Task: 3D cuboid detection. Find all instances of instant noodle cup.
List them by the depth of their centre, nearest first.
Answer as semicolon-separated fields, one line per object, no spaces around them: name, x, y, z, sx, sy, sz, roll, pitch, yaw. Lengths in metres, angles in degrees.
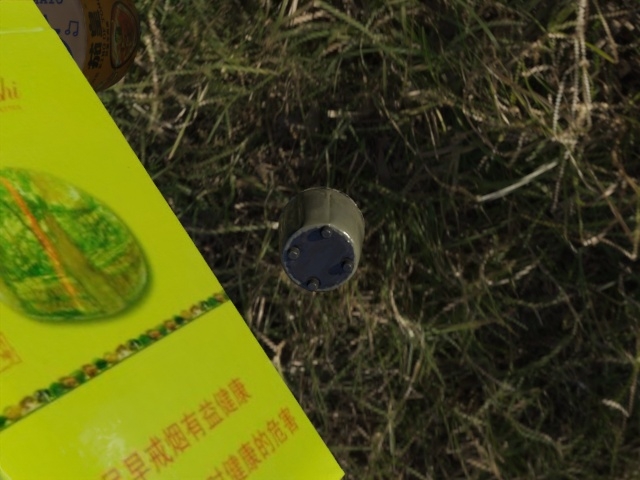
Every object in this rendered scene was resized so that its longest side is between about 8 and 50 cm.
instant noodle cup;-0.331;-0.255;1.034;0.215;0.172;0.216;5;107;18

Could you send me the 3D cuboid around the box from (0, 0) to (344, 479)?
box;-0.131;0.024;0.416;0.047;0.187;0.335;-34;87;31

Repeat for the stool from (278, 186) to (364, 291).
stool;0.000;0.000;0.911;0.096;0.110;0.096;0;113;1
